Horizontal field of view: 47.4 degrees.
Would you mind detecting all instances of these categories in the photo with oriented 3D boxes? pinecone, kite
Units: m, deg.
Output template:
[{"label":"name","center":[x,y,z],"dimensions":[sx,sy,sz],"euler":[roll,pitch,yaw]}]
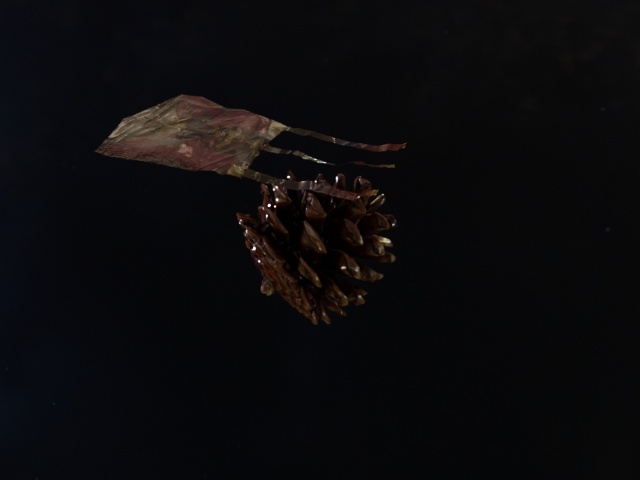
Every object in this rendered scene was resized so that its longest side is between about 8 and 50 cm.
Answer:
[{"label":"pinecone","center":[0.000,0.000,0.914],"dimensions":[0.208,0.208,0.207],"euler":[3,-124,-4]},{"label":"kite","center":[-0.085,-0.114,0.890],"dimensions":[0.360,0.022,0.204],"euler":[14,-144,19]}]
